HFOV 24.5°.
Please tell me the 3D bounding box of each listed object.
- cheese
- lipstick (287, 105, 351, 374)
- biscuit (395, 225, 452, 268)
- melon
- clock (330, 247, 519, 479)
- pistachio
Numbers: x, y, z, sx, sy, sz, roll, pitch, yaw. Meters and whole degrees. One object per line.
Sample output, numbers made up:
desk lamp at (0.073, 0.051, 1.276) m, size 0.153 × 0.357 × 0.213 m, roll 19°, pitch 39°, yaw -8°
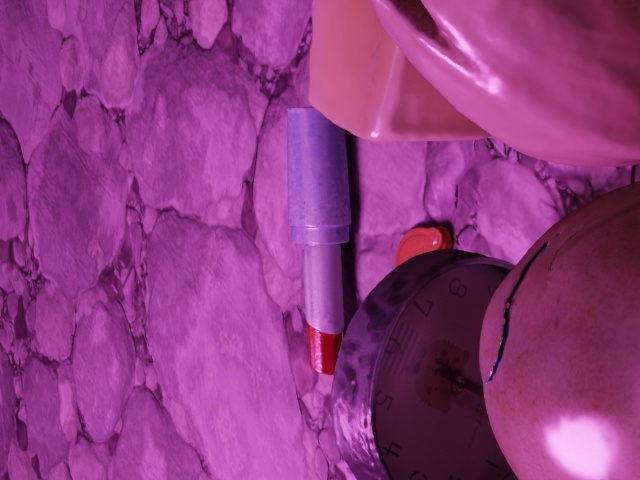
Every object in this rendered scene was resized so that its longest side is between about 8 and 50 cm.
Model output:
cheese at (0.136, -0.200, 1.082) m, size 0.124 × 0.265 × 0.243 m, roll 25°, pitch 116°, yaw 54°
lipstick at (0.000, 0.000, 1.511) m, size 0.068 × 0.061 × 0.274 m, roll 4°, pitch 98°, yaw 55°
biscuit at (0.106, 0.050, 1.395) m, size 0.102 × 0.019 × 0.130 m, roll -37°, pitch 64°, yaw 54°
melon at (0.245, 0.085, 0.887) m, size 0.330 × 0.268 × 0.268 m, roll -5°, pitch 90°, yaw 54°
clock at (0.110, 0.120, 1.210) m, size 0.049 × 0.226 × 0.226 m, roll 9°, pitch 102°, yaw 53°
pistachio at (0.183, -0.153, 0.934) m, size 0.208 × 0.331 × 0.226 m, roll 126°, pitch 147°, yaw -66°
